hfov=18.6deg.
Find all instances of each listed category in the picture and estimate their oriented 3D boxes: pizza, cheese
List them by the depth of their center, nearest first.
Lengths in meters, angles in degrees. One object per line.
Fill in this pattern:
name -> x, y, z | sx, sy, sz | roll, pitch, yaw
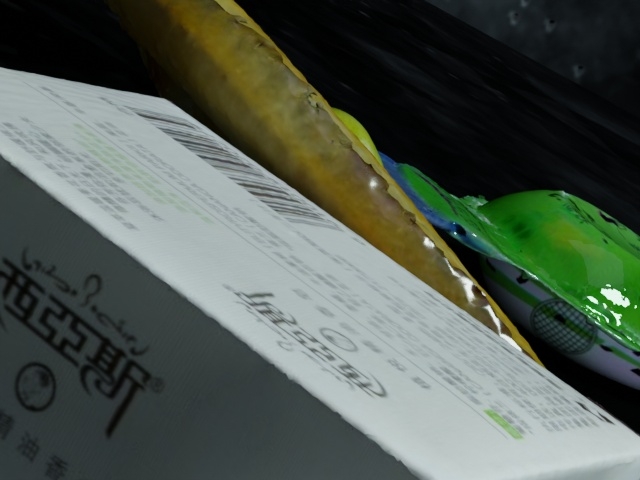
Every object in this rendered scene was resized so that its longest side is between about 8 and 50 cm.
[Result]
pizza -> 0.000, 0.000, 0.885 | 0.323, 0.089, 0.223 | 50, -4, 21
cheese -> 0.142, 0.013, 1.264 | 0.320, 0.083, 0.204 | 25, 16, -32

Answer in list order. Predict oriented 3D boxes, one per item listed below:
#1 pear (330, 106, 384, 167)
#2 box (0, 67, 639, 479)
pear -> -0.006, -0.028, 1.102 | 0.092, 0.092, 0.097 | 22, 55, -33
box -> -0.039, 0.046, 0.681 | 0.260, 0.111, 0.194 | 38, 15, 24
